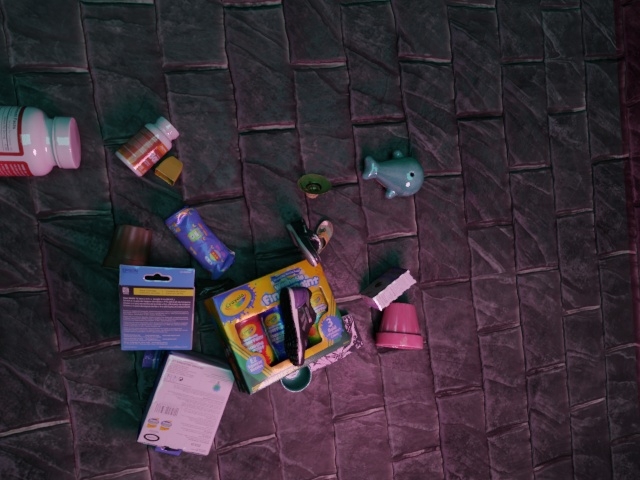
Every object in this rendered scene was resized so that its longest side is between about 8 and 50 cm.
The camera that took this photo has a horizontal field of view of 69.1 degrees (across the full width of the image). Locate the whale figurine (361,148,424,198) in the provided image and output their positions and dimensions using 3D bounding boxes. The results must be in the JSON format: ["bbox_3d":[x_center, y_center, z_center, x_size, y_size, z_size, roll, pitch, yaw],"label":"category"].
[{"bbox_3d":[0.313,-0.284,1.965,0.272,0.141,0.216,13,89,-16],"label":"whale figurine"}]

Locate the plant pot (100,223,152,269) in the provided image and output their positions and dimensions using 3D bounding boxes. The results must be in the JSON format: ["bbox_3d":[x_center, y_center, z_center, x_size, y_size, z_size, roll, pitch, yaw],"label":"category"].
[{"bbox_3d":[-0.688,0.031,1.679,0.167,0.167,0.165,12,82,-17],"label":"plant pot"}]

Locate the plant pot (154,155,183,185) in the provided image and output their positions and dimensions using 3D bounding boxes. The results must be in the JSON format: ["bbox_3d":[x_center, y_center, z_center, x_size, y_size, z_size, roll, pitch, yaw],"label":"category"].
[{"bbox_3d":[-0.561,-0.267,1.742,0.081,0.081,0.083,37,72,-14],"label":"plant pot"}]

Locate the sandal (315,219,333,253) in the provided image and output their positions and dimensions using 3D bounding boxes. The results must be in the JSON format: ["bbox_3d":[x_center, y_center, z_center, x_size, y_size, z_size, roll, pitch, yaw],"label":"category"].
[{"bbox_3d":[0.000,0.000,1.932,0.072,0.049,0.180,32,83,-15],"label":"sandal"}]

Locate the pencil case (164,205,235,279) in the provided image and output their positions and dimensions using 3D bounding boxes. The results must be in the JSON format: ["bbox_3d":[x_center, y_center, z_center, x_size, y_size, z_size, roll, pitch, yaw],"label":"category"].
[{"bbox_3d":[-0.449,0.005,1.762,0.133,0.119,0.306,-40,102,-4],"label":"pencil case"}]

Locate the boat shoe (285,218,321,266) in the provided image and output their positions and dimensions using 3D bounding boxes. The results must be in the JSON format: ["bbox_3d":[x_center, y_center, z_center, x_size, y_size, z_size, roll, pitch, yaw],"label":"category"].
[{"bbox_3d":[-0.051,-0.004,1.789,0.091,0.302,0.114,-27,127,-8],"label":"boat shoe"}]

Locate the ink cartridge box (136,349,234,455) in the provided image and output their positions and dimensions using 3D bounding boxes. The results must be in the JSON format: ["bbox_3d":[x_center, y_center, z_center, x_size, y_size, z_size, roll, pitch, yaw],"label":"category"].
[{"bbox_3d":[-0.514,0.629,1.753,0.270,0.151,0.395,20,85,-17],"label":"ink cartridge box"}]

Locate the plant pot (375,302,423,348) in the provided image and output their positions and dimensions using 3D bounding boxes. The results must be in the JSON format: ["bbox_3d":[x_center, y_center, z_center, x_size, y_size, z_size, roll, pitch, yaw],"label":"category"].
[{"bbox_3d":[0.338,0.365,1.986,0.201,0.201,0.180,10,74,-17],"label":"plant pot"}]

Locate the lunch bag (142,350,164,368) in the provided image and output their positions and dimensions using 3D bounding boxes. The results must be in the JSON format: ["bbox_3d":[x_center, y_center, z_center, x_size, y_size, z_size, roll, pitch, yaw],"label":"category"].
[{"bbox_3d":[-0.625,0.432,1.744,0.065,0.098,0.067,13,119,-14],"label":"lunch bag"}]

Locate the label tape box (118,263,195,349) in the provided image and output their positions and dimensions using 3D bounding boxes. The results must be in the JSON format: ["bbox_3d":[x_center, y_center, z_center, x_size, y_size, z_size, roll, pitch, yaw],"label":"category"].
[{"bbox_3d":[-0.582,0.226,1.671,0.249,0.115,0.347,3,113,-14],"label":"label tape box"}]

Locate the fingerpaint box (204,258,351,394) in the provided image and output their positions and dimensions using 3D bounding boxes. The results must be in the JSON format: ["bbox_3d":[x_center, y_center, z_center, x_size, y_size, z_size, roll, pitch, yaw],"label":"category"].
[{"bbox_3d":[-0.156,0.308,1.764,0.445,0.163,0.371,-20,87,-27],"label":"fingerpaint box"}]

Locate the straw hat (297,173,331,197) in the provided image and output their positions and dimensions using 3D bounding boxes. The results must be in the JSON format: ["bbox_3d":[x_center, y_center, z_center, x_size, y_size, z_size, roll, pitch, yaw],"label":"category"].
[{"bbox_3d":[-0.030,-0.208,1.906,0.144,0.144,0.061,-3,134,-16],"label":"straw hat"}]

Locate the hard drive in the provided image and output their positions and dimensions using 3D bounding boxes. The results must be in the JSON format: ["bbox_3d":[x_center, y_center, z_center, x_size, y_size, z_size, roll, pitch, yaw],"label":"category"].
[{"bbox_3d":[0.041,0.426,1.960,0.255,0.054,0.172,-24,99,-14],"label":"hard drive"}]

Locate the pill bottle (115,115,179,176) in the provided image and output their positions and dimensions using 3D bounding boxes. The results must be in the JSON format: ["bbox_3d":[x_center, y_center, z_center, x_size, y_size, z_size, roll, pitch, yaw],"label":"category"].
[{"bbox_3d":[-0.626,-0.347,1.695,0.121,0.121,0.216,45,80,-13],"label":"pill bottle"}]

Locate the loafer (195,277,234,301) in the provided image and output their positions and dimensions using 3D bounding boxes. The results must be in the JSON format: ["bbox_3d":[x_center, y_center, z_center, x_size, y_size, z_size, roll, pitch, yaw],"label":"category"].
[{"bbox_3d":[-0.444,0.182,1.792,0.220,0.080,0.078,-19,98,-15],"label":"loafer"}]

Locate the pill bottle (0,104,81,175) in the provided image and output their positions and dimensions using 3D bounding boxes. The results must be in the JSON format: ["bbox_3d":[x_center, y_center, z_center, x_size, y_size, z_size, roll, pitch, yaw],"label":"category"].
[{"bbox_3d":[-1.027,-0.324,1.521,0.408,0.229,0.229,-2,93,-17],"label":"pill bottle"}]

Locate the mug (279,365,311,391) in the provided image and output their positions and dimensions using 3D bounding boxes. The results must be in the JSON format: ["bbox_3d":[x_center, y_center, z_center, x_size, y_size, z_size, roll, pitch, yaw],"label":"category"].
[{"bbox_3d":[-0.119,0.530,1.894,0.129,0.097,0.158,-44,102,-10],"label":"mug"}]

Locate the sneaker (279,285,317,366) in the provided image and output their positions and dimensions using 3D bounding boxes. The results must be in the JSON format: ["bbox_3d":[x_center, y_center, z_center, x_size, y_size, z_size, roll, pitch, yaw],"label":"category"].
[{"bbox_3d":[-0.060,0.303,1.662,0.124,0.107,0.283,0,79,-31],"label":"sneaker"}]

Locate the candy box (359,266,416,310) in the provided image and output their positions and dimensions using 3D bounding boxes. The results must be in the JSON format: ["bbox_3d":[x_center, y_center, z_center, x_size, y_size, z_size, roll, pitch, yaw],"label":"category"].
[{"bbox_3d":[0.281,0.201,1.964,0.196,0.165,0.070,-37,100,-11],"label":"candy box"}]
